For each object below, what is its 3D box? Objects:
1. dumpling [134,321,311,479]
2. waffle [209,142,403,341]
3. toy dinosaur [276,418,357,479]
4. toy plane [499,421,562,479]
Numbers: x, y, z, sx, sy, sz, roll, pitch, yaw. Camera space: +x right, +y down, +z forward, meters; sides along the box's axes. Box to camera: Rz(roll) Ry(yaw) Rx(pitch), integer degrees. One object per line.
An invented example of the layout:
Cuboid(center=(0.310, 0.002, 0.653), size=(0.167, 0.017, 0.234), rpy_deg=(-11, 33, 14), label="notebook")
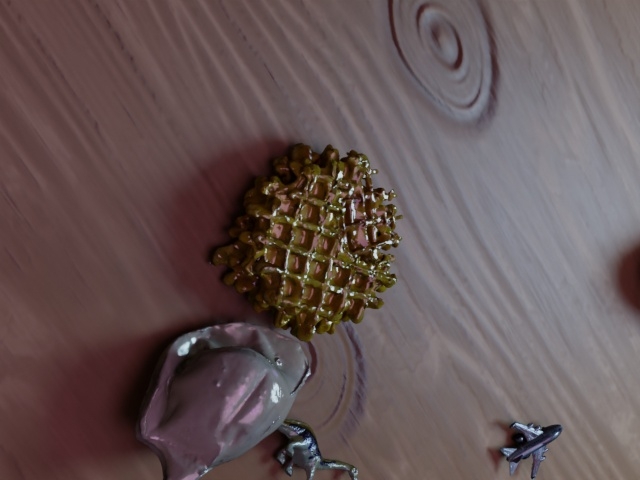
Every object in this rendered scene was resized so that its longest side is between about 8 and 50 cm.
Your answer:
Cuboid(center=(-0.103, 0.152, 1.501), size=(0.136, 0.118, 0.199), rpy_deg=(48, 60, -6), label="dumpling")
Cuboid(center=(0.000, 0.000, 1.556), size=(0.197, 0.070, 0.193), rpy_deg=(-50, 120, -14), label="waffle")
Cuboid(center=(-0.026, 0.221, 1.604), size=(0.180, 0.037, 0.058), rpy_deg=(47, 50, -37), label="toy dinosaur")
Cuboid(center=(0.247, 0.237, 1.779), size=(0.083, 0.031, 0.079), rpy_deg=(-32, 115, -23), label="toy plane")
